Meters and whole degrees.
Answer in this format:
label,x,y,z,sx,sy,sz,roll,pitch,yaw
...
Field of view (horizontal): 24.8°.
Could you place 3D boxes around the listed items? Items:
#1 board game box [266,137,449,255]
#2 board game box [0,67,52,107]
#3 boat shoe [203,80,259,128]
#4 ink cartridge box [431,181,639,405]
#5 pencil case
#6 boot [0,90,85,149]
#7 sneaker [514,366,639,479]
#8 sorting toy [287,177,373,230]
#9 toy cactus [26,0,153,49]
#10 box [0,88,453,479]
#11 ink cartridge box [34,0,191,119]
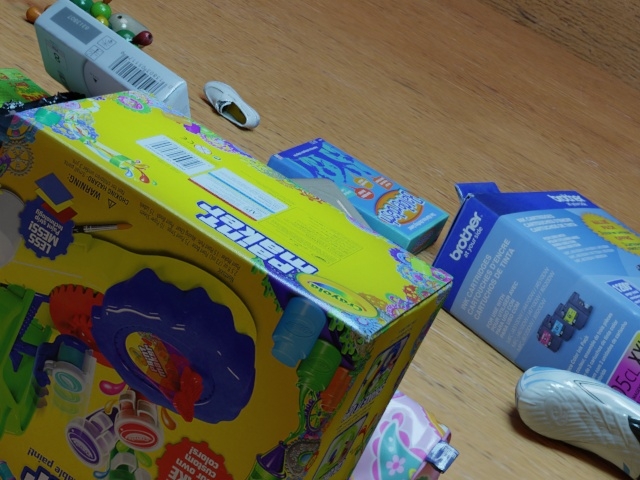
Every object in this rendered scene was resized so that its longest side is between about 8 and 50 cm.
label,x,y,z,sx,sy,sz,roll,pitch,yaw
board game box,0.046,-0.052,1.872,0.210,0.047,0.160,32,22,13
board game box,-0.384,-0.154,1.626,0.092,0.043,0.181,37,24,25
boat shoe,-0.129,-0.187,2.009,0.100,0.035,0.035,42,23,20
ink cartridge box,0.314,0.067,1.768,0.395,0.151,0.270,37,24,30
pencil case,-0.026,0.144,1.241,0.284,0.124,0.124,32,22,12
boot,-0.277,-0.082,1.501,0.246,0.094,0.207,33,27,33
sneaker,0.318,0.198,1.549,0.237,0.085,0.086,27,26,-2
sorting toy,0.000,0.000,1.686,0.193,0.038,0.208,-4,45,-52
toy cactus,-0.303,-0.311,2.029,0.219,0.112,0.180,28,10,28
box,-0.109,0.086,1.058,0.290,0.279,0.177,31,22,15
ink cartridge box,-0.222,-0.138,1.629,0.189,0.232,0.066,35,60,21
